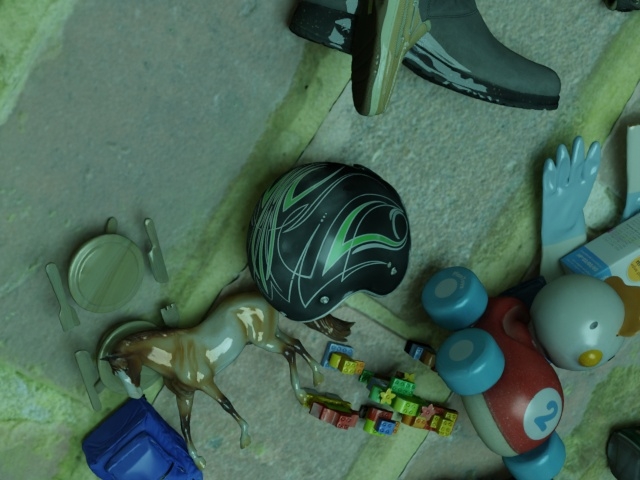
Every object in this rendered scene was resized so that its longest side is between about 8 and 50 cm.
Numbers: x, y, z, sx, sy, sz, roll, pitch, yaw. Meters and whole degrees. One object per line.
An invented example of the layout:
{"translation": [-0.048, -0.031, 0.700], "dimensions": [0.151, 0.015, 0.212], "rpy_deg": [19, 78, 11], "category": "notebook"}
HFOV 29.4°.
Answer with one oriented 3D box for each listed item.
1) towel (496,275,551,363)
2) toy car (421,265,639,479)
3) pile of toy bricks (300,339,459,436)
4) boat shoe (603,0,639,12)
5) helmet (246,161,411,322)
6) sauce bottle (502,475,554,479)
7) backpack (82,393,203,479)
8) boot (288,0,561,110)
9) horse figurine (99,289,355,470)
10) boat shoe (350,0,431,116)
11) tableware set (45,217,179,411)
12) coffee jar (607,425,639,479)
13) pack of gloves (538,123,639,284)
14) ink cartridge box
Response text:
{"translation": [0.271, 0.103, 1.525], "dimensions": [0.067, 0.029, 0.119], "rpy_deg": [-24, 117, 14], "category": "towel"}
{"translation": [0.274, 0.122, 1.403], "dimensions": [0.238, 0.210, 0.219], "rpy_deg": [-26, 126, 15], "category": "toy car"}
{"translation": [0.095, 0.185, 1.440], "dimensions": [0.212, 0.105, 0.118], "rpy_deg": [16, 99, -26], "category": "pile of toy bricks"}
{"translation": [0.353, -0.294, 1.436], "dimensions": [0.152, 0.056, 0.049], "rpy_deg": [29, 98, -18], "category": "boat shoe"}
{"translation": [0.000, 0.000, 1.315], "dimensions": [0.162, 0.169, 0.169], "rpy_deg": [-7, 109, -38], "category": "helmet"}
{"translation": [0.136, 0.372, 1.512], "dimensions": [0.344, 0.111, 0.111], "rpy_deg": [-17, 111, -17], "category": "sauce bottle"}
{"translation": [-0.191, 0.254, 1.347], "dimensions": [0.098, 0.101, 0.120], "rpy_deg": [-38, 119, -1], "category": "backpack"}
{"translation": [0.148, -0.279, 1.315], "dimensions": [0.338, 0.118, 0.222], "rpy_deg": [16, 98, -25], "category": "boot"}
{"translation": [-0.094, 0.129, 1.349], "dimensions": [0.263, 0.066, 0.174], "rpy_deg": [-33, 99, -20], "category": "horse figurine"}
{"translation": [0.079, -0.217, 1.233], "dimensions": [0.072, 0.068, 0.190], "rpy_deg": [6, 98, -22], "category": "boat shoe"}
{"translation": [-0.223, 0.078, 1.316], "dimensions": [0.128, 0.039, 0.194], "rpy_deg": [-26, 120, -26], "category": "tableware set"}
{"translation": [0.488, 0.284, 1.639], "dimensions": [0.184, 0.096, 0.079], "rpy_deg": [-7, 111, -21], "category": "coffee jar"}
{"translation": [0.352, -0.041, 1.524], "dimensions": [0.195, 0.046, 0.232], "rpy_deg": [-13, 121, -18], "category": "pack of gloves"}
{"translation": [0.401, 0.030, 1.518], "dimensions": [0.181, 0.061, 0.104], "rpy_deg": [-30, 124, -7], "category": "ink cartridge box"}
